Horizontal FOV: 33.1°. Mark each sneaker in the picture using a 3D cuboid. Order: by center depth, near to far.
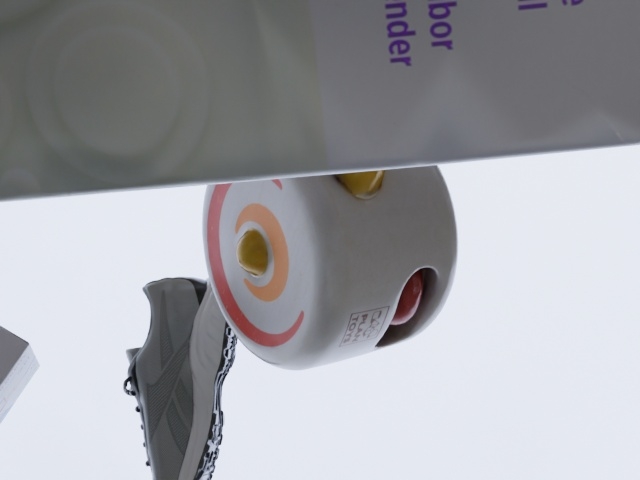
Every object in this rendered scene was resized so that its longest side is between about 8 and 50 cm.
[{"bbox_3d":[-0.149,0.166,1.085,0.108,0.100,0.271,7,-99,2],"label":"sneaker"}]

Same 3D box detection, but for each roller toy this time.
[{"bbox_3d":[0.000,0.000,0.846,0.146,0.209,0.191,-11,-88,-35],"label":"roller toy"}]

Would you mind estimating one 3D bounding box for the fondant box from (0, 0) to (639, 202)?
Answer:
[{"bbox_3d":[-0.068,-0.141,0.343,0.330,0.096,0.238,-5,-71,5],"label":"fondant box"}]

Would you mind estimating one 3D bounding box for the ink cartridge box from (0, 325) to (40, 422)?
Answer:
[{"bbox_3d":[-0.311,0.130,1.003,0.052,0.122,0.088,31,-109,1],"label":"ink cartridge box"}]
